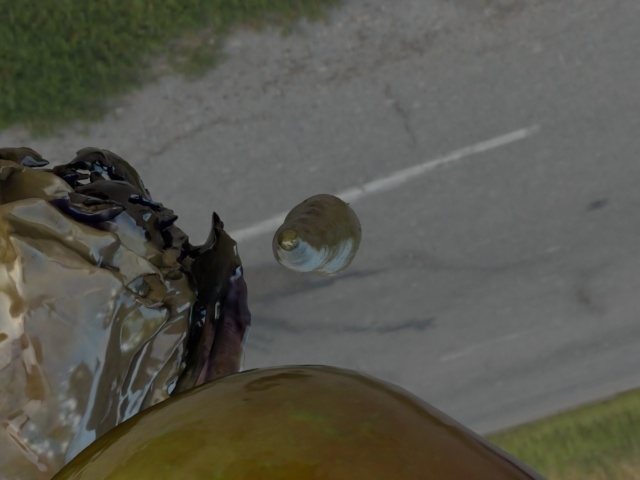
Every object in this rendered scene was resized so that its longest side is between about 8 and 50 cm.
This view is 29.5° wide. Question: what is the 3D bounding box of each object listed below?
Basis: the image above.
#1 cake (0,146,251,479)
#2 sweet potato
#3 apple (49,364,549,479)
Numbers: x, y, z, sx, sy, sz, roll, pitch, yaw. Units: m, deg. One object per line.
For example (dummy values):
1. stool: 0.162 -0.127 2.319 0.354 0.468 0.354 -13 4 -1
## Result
1. cake: -0.221 0.053 0.910 0.321 0.332 0.332 -15 162 -20
2. sweet potato: 0.000 0.000 1.059 0.077 0.077 0.243 -15 -175 3
3. apple: 0.003 0.151 0.351 0.237 0.207 0.237 16 149 10
